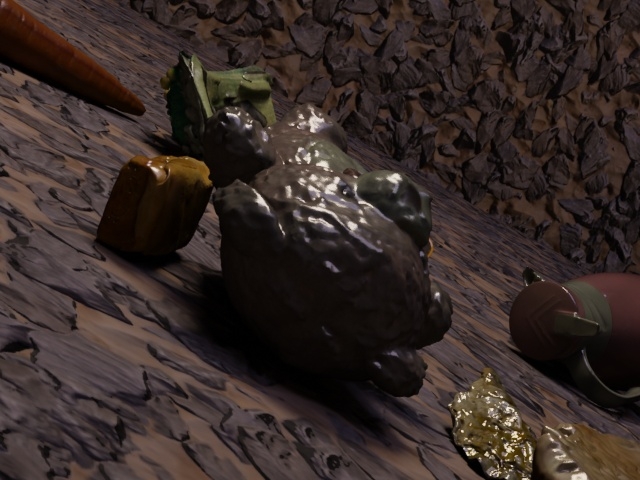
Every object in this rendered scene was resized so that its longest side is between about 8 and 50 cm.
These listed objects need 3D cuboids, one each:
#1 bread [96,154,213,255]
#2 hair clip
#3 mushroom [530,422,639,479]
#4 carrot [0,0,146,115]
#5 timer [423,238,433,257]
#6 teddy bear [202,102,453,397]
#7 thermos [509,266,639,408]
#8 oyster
[{"bbox_3d":[-0.118,-0.027,1.030,0.053,0.074,0.132,21,5,7],"label":"bread"},{"bbox_3d":[-0.123,-0.137,1.622,0.091,0.138,0.321,-13,-1,14],"label":"hair clip"},{"bbox_3d":[0.279,0.143,0.771,0.208,0.302,0.233,63,15,-15],"label":"mushroom"},{"bbox_3d":[-0.307,-0.204,1.491,0.336,0.069,0.069,33,5,-41],"label":"carrot"},{"bbox_3d":[0.035,0.020,1.314,0.107,0.109,0.107,25,40,-23],"label":"timer"},{"bbox_3d":[-0.001,0.000,1.009,0.236,0.151,0.267,44,1,-11],"label":"teddy bear"},{"bbox_3d":[0.332,0.114,1.648,0.265,0.146,0.176,9,48,-49],"label":"thermos"},{"bbox_3d":[0.142,0.154,1.030,0.121,0.045,0.146,47,11,9],"label":"oyster"}]
